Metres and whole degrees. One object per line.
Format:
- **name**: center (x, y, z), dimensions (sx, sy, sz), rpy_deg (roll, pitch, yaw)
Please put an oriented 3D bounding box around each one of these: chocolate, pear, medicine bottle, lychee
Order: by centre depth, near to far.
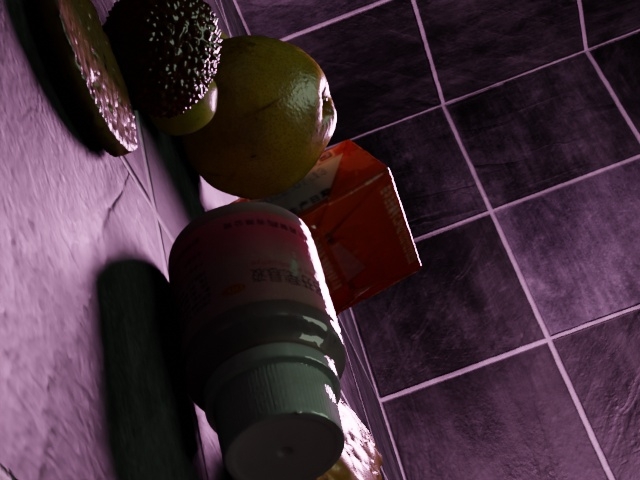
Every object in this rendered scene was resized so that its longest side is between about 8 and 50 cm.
- **medicine bottle**: center (-0.052, 0.087, 1.036), dimensions (0.247, 0.147, 0.147), rpy_deg (-108, 176, -46)
- **lychee**: center (-0.155, -0.184, 1.175), dimensions (0.123, 0.123, 0.129), rpy_deg (59, 10, -71)
- **pear**: center (-0.155, -0.161, 1.321), dimensions (0.097, 0.092, 0.092), rpy_deg (-99, 168, -75)
- **pear**: center (-0.081, -0.160, 1.520), dimensions (0.209, 0.208, 0.209), rpy_deg (-20, 90, -86)
- **chocolate**: center (0.000, 0.000, 1.644), dimensions (0.108, 0.234, 0.237), rpy_deg (58, -4, 40)

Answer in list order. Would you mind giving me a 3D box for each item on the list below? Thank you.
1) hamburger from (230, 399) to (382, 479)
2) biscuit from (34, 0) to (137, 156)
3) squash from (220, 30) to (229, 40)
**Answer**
- **hamburger**: center (-0.011, 0.209, 1.124), dimensions (0.262, 0.124, 0.131), rpy_deg (-66, 135, -86)
- **biscuit**: center (-0.205, -0.159, 1.029), dimensions (0.188, 0.027, 0.188), rpy_deg (-19, 90, -87)
- **squash**: center (-0.184, -0.284, 1.639), dimensions (0.132, 0.105, 0.105), rpy_deg (55, 7, -15)
